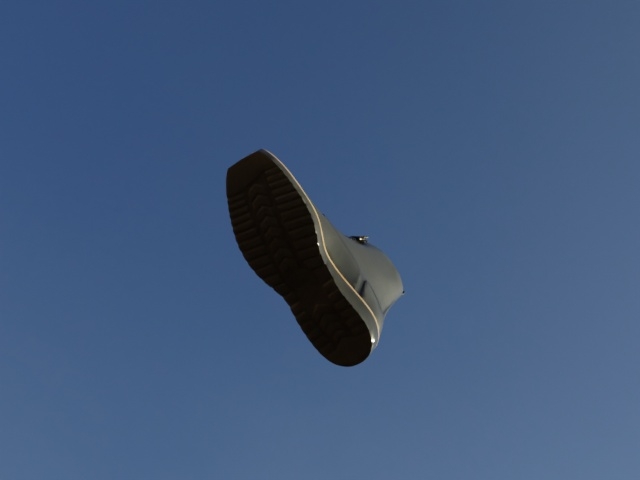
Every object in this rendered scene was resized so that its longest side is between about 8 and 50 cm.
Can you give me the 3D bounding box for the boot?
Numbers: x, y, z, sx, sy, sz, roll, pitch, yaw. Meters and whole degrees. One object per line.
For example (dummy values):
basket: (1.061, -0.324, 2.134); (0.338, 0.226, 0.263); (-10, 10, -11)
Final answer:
boot: (0.000, 0.000, 0.870); (0.077, 0.137, 0.198); (-22, -80, 27)
